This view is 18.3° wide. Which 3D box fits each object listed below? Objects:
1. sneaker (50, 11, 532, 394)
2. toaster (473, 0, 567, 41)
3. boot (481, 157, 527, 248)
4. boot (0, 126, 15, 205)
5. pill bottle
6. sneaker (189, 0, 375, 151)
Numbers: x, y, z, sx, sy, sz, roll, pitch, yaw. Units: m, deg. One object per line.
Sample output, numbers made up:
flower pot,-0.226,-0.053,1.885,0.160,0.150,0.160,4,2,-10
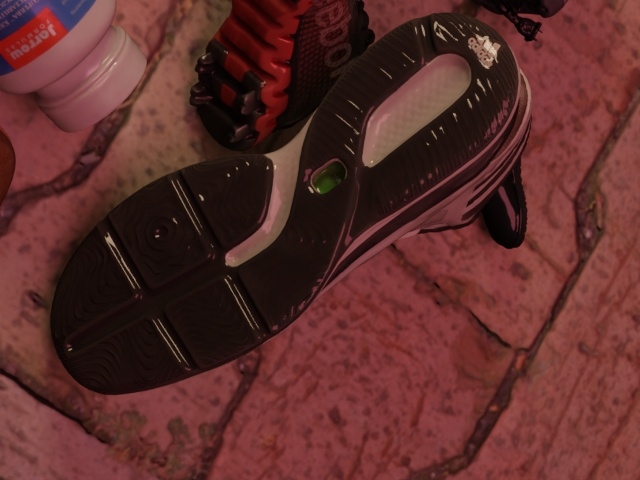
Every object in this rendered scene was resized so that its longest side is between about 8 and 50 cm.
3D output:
sneaker,0.001,0.001,1.682,0.447,0.169,0.257,-34,161,9
toaster,0.177,-0.301,1.755,0.146,0.129,0.227,-51,120,-16
boot,0.138,-0.049,1.827,0.099,0.045,0.121,-6,95,-32
boot,-0.320,0.024,1.514,0.305,0.115,0.112,-52,124,-26
pill bottle,-0.235,-0.192,1.530,0.124,0.124,0.221,-49,118,-14
sneaker,-0.012,-0.200,1.635,0.135,0.097,0.276,-17,141,-39
